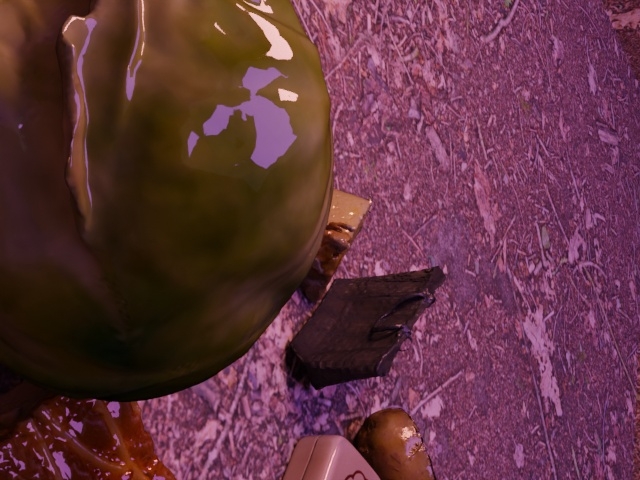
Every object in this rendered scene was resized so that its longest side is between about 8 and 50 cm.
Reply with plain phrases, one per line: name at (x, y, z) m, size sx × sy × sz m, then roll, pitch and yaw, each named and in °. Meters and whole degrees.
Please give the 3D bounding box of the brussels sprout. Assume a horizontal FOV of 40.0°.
brussels sprout at (-0.178, -0.045, 0.741) m, size 0.342 × 0.425 × 0.361 m, roll -1°, pitch 81°, yaw -29°

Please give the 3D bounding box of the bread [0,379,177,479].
bread at (-0.228, 0.266, 0.863) m, size 0.185 × 0.114 × 0.275 m, roll -46°, pitch 121°, yaw -49°

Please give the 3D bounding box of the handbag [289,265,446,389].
handbag at (0.073, 0.122, 1.274) m, size 0.089 × 0.175 × 0.270 m, roll 63°, pitch 36°, yaw -19°

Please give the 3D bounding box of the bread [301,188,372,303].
bread at (0.000, 0.000, 1.305) m, size 0.147 × 0.127 × 0.152 m, roll -57°, pitch 160°, yaw -47°

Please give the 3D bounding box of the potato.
potato at (0.105, 0.354, 1.309) m, size 0.081 × 0.164 × 0.200 m, roll -14°, pitch 87°, yaw -24°

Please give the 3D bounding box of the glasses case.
glasses case at (-0.018, 0.429, 1.150) m, size 0.144 × 0.076 × 0.336 m, roll 53°, pitch 42°, yaw -32°
